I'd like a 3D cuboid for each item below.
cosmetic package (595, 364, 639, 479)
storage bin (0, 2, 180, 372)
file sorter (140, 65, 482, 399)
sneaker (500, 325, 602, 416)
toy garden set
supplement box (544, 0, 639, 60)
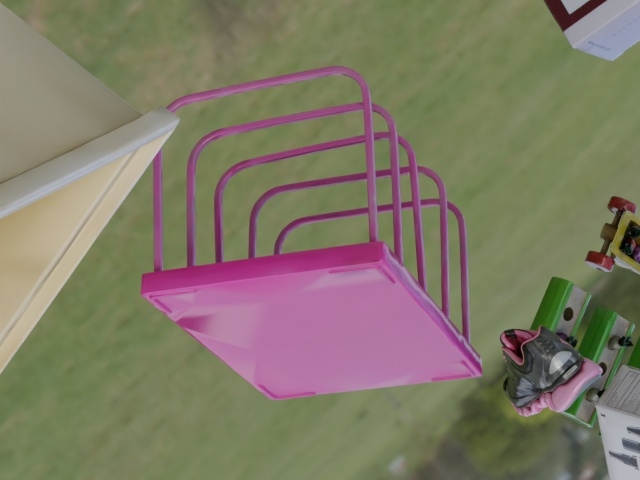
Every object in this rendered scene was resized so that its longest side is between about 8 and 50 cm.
[{"bbox_3d":[0.314,0.224,1.692,0.060,0.099,0.239,-48,138,-32],"label":"cosmetic package"},{"bbox_3d":[-0.223,0.034,0.814,0.260,0.123,0.262,-53,175,23],"label":"storage bin"},{"bbox_3d":[0.000,0.000,1.612,0.202,0.182,0.290,-8,156,18],"label":"file sorter"},{"bbox_3d":[0.132,0.076,1.173,0.047,0.057,0.119,-47,-178,-14],"label":"sneaker"},{"bbox_3d":[0.311,0.093,1.801,0.049,0.244,0.204,12,-105,54],"label":"toy garden set"},{"bbox_3d":[0.164,-0.248,1.190,0.130,0.239,0.073,-34,162,23],"label":"supplement box"}]
